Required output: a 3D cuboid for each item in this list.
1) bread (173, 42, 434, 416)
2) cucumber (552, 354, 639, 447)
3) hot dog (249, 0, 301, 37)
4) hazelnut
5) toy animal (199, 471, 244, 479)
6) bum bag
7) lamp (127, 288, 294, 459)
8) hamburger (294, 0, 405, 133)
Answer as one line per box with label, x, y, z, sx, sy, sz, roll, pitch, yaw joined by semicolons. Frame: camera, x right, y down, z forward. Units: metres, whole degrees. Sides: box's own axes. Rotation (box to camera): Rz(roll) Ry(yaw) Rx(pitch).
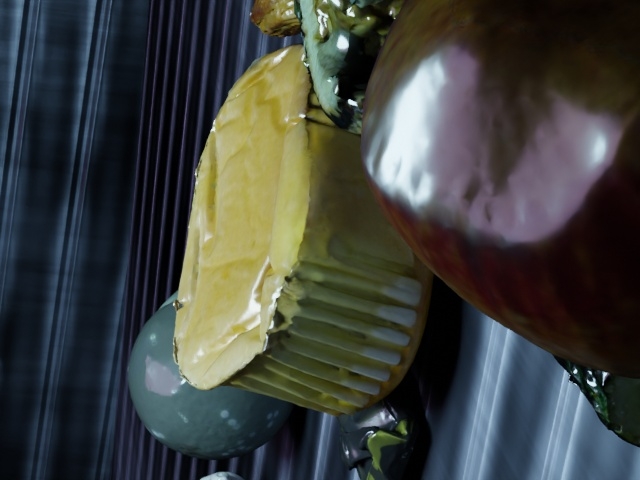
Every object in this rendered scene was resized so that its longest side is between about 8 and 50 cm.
bread;0.000;0.000;1.299;0.204;0.156;0.288;-36;43;48
cucumber;0.138;0.015;0.927;0.303;0.072;0.081;-119;15;-65
hot dog;-0.017;-0.276;1.584;0.227;0.099;0.160;146;126;-77
hazelnut;0.123;-0.040;0.726;0.218;0.218;0.234;105;161;-43
toy animal;-0.103;0.340;1.811;0.182;0.131;0.127;-120;11;-48
bum bag;0.033;0.116;1.383;0.232;0.060;0.107;-106;31;-47
lamp;-0.085;0.082;1.745;0.314;0.182;0.182;-66;7;-16
hamburger;0.073;-0.194;1.020;0.288;0.192;0.168;-107;9;-55
